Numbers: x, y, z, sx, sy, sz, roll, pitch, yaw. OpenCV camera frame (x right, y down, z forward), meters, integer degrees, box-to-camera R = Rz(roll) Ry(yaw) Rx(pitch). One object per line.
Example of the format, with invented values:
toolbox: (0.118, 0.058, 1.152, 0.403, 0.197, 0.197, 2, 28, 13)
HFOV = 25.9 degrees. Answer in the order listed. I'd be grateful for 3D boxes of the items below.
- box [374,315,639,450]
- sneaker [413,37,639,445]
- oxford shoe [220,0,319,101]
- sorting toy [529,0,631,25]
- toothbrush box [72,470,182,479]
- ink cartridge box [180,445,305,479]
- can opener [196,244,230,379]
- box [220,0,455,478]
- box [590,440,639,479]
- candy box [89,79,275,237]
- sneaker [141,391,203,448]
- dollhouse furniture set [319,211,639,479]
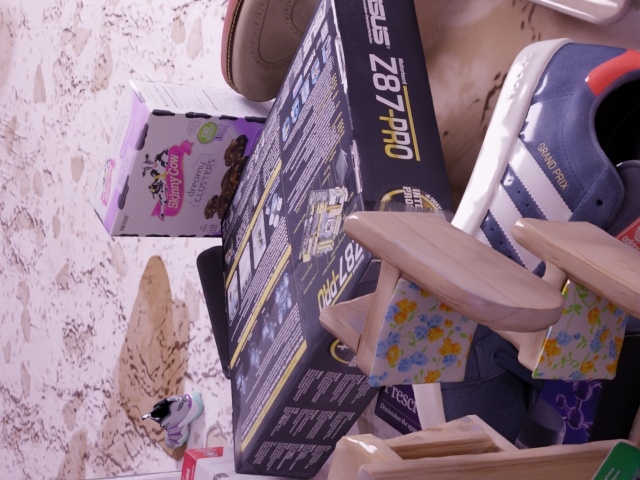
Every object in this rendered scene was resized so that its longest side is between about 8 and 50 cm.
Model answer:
box: (0.171, 0.116, 1.180, 0.261, 0.103, 0.184, 30, 111, 52)
sneaker: (0.180, 0.011, 1.015, 0.148, 0.131, 0.350, 7, 74, 37)
oxford shoe: (0.004, -0.247, 1.417, 0.348, 0.123, 0.130, -54, 53, 41)
sorting toy: (0.223, -0.290, 1.163, 0.348, 0.047, 0.196, 34, 113, 51)
toothbrush box: (-0.194, 0.413, 1.615, 0.122, 0.206, 0.283, -14, 79, 55)
ink cartridge box: (-0.081, 0.279, 1.545, 0.135, 0.099, 0.056, 26, 110, 54)
can opener: (-0.069, 0.130, 1.574, 0.093, 0.074, 0.280, -28, 63, 14)
box: (0.000, 0.000, 1.325, 0.395, 0.097, 0.318, 119, 153, -49)
box: (0.209, 0.190, 0.782, 0.105, 0.179, 0.043, -58, 19, 11)
candy box: (-0.138, -0.086, 1.551, 0.070, 0.196, 0.165, 53, 131, 42)
sneaker: (-0.195, 0.225, 1.739, 0.038, 0.069, 0.098, 59, 134, 39)
dollhouse furniture set: (0.192, 0.198, 0.883, 0.256, 0.394, 0.362, 36, 118, 50)
